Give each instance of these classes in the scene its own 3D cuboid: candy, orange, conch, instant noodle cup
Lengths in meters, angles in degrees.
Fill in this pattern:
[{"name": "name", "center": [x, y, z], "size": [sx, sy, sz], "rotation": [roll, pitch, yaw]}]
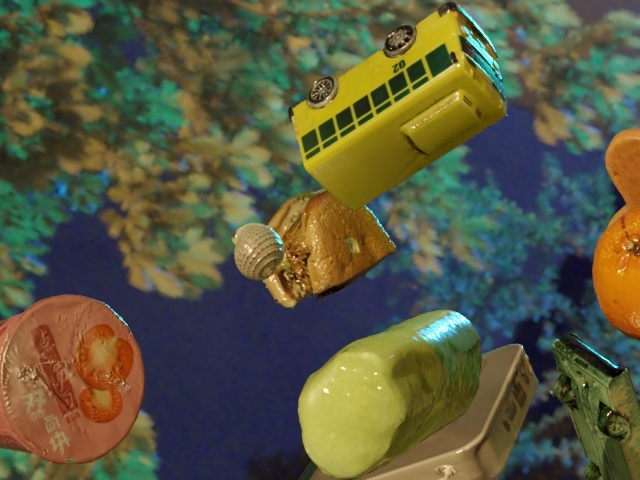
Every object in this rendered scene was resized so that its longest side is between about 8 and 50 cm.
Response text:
[{"name": "candy", "center": [0.086, 0.157, 1.522], "size": [0.132, 0.142, 0.343], "rotation": [70, -160, 3]}, {"name": "orange", "center": [0.437, 0.039, 1.812], "size": [0.193, 0.193, 0.161], "rotation": [-55, -53, -21]}, {"name": "conch", "center": [-0.093, 0.015, 2.062], "size": [0.076, 0.085, 0.056], "rotation": [-43, -1, 3]}, {"name": "instant noodle cup", "center": [-0.418, 0.210, 2.090], "size": [0.243, 0.231, 0.243], "rotation": [8, -102, -38]}]

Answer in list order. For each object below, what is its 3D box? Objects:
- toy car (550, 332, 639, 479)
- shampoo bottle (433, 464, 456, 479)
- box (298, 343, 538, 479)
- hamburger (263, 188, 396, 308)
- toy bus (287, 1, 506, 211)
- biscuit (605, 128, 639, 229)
[{"name": "toy car", "center": [0.430, 0.281, 2.051], "size": [0.097, 0.141, 0.321], "rotation": [-32, -57, -14]}, {"name": "shampoo bottle", "center": [0.153, 0.351, 1.875], "size": [0.077, 0.045, 0.152], "rotation": [-42, 8, 40]}, {"name": "box", "center": [0.166, 0.342, 2.452], "size": [0.111, 0.396, 0.396], "rotation": [60, -154, -11]}, {"name": "hamburger", "center": [0.000, 0.000, 2.509], "size": [0.167, 0.192, 0.288], "rotation": [-34, -3, 37]}, {"name": "toy bus", "center": [0.103, -0.164, 1.793], "size": [0.262, 0.150, 0.128], "rotation": [-32, -46, 20]}, {"name": "biscuit", "center": [0.526, -0.007, 1.915], "size": [0.355, 0.275, 0.052], "rotation": [61, -142, -9]}]
